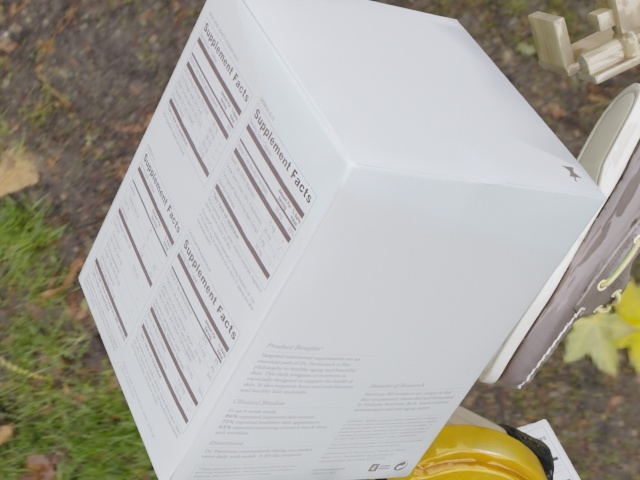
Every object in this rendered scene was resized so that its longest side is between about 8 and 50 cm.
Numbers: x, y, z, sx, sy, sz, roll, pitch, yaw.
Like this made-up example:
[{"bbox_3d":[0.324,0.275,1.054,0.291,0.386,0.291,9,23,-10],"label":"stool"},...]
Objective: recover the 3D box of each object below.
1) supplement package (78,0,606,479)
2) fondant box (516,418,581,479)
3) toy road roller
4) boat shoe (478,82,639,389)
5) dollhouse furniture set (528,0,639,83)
[{"bbox_3d":[0.000,0.000,0.820,0.199,0.262,0.198,5,39,-36],"label":"supplement package"},{"bbox_3d":[0.286,0.399,1.388,0.096,0.330,0.238,-20,132,-3],"label":"fondant box"},{"bbox_3d":[0.074,0.300,1.168,0.202,0.329,0.240,29,24,-23],"label":"toy road roller"},{"bbox_3d":[0.263,0.012,1.217,0.097,0.116,0.324,27,95,-9],"label":"boat shoe"},{"bbox_3d":[0.280,-0.247,1.204,0.123,0.144,0.151,-26,116,-13],"label":"dollhouse furniture set"}]
